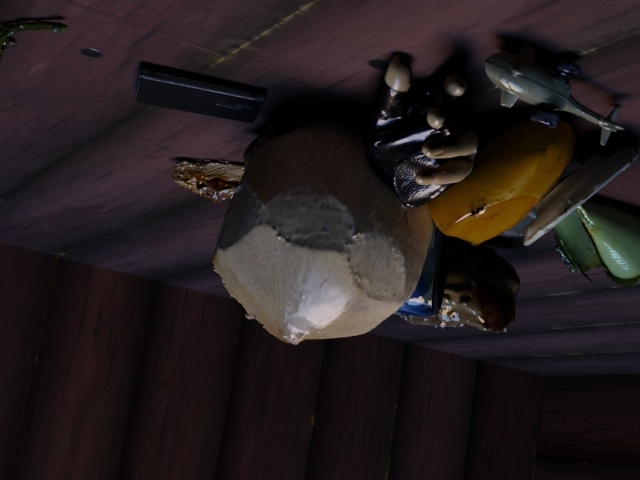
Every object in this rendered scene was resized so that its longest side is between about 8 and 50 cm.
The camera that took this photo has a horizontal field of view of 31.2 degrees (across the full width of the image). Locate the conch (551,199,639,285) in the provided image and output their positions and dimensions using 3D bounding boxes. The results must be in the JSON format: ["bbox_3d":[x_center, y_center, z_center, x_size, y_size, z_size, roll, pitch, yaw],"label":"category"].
[{"bbox_3d":[0.523,0.002,2.170,0.251,0.137,0.143,14,167,-19],"label":"conch"}]

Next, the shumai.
[{"bbox_3d":[0.309,0.084,2.440,0.346,0.217,0.283,14,172,-18],"label":"shumai"}]

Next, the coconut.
[{"bbox_3d":[0.000,0.000,1.893,0.346,0.360,0.346,16,148,10],"label":"coconut"}]

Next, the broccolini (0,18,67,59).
[{"bbox_3d":[-0.456,-0.309,1.730,0.194,0.054,0.052,-7,141,44],"label":"broccolini"}]

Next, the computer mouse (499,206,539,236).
[{"bbox_3d":[0.242,-0.117,1.989,0.379,0.090,0.167,24,154,-10],"label":"computer mouse"}]

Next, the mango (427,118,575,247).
[{"bbox_3d":[0.295,-0.107,1.800,0.257,0.138,0.187,-38,165,25],"label":"mango"}]

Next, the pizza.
[{"bbox_3d":[-0.192,-0.113,2.314,0.194,0.069,0.154,2,164,35],"label":"pizza"}]

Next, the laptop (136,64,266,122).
[{"bbox_3d":[-0.201,-0.236,1.891,0.207,0.026,0.154,11,166,-10],"label":"laptop"}]

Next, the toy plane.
[{"bbox_3d":[0.327,-0.197,1.585,0.286,0.092,0.108,18,-174,-32],"label":"toy plane"}]

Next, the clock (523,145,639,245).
[{"bbox_3d":[0.408,-0.081,1.842,0.053,0.236,0.236,52,168,6],"label":"clock"}]

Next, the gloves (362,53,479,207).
[{"bbox_3d":[0.152,-0.167,1.674,0.197,0.152,0.301,47,170,1],"label":"gloves"}]

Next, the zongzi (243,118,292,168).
[{"bbox_3d":[-0.040,-0.165,2.019,0.160,0.078,0.176,-1,156,-23],"label":"zongzi"}]

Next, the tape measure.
[{"bbox_3d":[0.175,0.017,2.236,0.138,0.259,0.262,7,171,12],"label":"tape measure"}]
